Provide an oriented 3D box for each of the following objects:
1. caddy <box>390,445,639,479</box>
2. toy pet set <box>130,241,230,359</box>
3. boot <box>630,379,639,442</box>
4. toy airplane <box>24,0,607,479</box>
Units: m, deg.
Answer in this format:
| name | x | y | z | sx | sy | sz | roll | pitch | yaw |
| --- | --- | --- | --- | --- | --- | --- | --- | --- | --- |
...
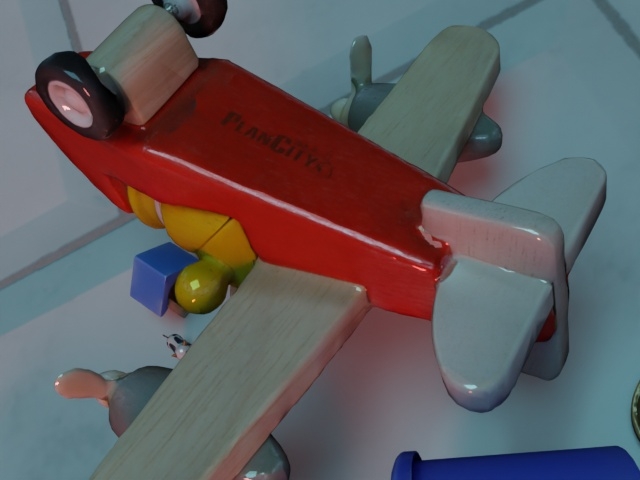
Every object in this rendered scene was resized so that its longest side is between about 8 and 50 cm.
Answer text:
| name | x | y | z | sx | sy | sz | roll | pitch | yaw |
| --- | --- | --- | --- | --- | --- | --- | --- | --- | --- |
| caddy | 0.097 | 0.256 | 0.404 | 0.179 | 0.241 | 0.341 | -9 | 21 | 9 |
| toy pet set | -0.106 | 0.044 | 0.718 | 0.114 | 0.065 | 0.122 | 30 | 78 | 29 |
| boot | 0.332 | 0.049 | 0.513 | 0.305 | 0.115 | 0.112 | -35 | 64 | 16 |
| toy airplane | 0.000 | 0.000 | 0.590 | 0.386 | 0.272 | 0.384 | -10 | 58 | -12 |
